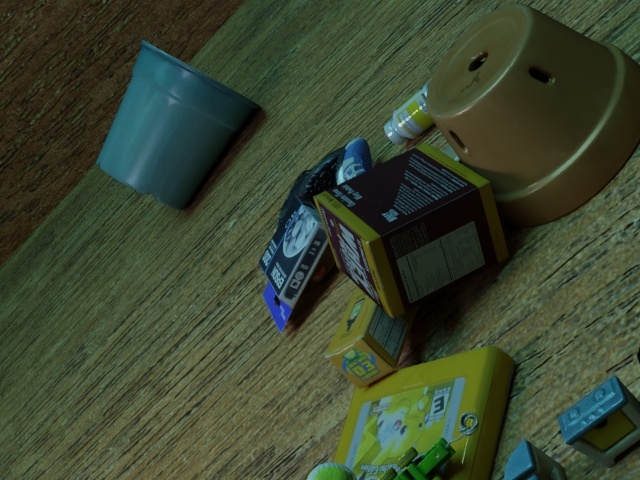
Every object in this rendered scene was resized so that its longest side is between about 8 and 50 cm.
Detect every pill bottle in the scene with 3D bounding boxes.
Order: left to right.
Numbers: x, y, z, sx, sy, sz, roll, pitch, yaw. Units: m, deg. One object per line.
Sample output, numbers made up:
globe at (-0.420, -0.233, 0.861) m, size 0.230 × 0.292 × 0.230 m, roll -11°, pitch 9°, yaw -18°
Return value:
pill bottle at (0.171, -0.224, 1.958) m, size 0.116 × 0.065 × 0.065 m, roll -38°, pitch 28°, yaw 31°

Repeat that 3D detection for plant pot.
plant pot at (-0.382, -0.280, 2.759) m, size 0.334 × 0.341 × 0.341 m, roll -60°, pitch 24°, yaw 3°
plant pot at (0.289, -0.196, 1.537) m, size 0.291 × 0.203 × 0.291 m, roll -41°, pitch 26°, yaw 25°

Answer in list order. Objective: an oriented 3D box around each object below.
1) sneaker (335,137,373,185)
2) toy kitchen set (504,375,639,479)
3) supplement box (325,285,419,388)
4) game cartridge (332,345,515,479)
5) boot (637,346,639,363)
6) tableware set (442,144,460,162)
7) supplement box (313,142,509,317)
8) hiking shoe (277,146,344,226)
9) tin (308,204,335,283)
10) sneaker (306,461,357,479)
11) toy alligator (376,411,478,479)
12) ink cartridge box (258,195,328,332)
sneaker at (0.075, -0.101, 1.969) m, size 0.081 × 0.080 × 0.211 m, roll -24°, pitch 47°, yaw 37°
toy kitchen set at (0.259, 0.250, 1.091) m, size 0.166 × 0.122 × 0.207 m, roll -43°, pitch 26°, yaw 23°
supplement box at (0.087, 0.108, 1.591) m, size 0.078 × 0.080 × 0.233 m, roll -34°, pitch 15°, yaw 36°
game cartridge at (0.102, 0.305, 1.394) m, size 0.285 × 0.052 × 0.324 m, roll -24°, pitch 36°, yaw 48°
boot at (0.372, 0.149, 1.122) m, size 0.121 × 0.045 × 0.099 m, roll -20°, pitch 44°, yaw 51°
tableware set at (0.263, -0.167, 1.772) m, size 0.169 × 0.020 × 0.141 m, roll -53°, pitch 26°, yaw -2°
supplement box at (0.126, -0.020, 1.552) m, size 0.194 × 0.129 × 0.191 m, roll -26°, pitch 30°, yaw -12°
hiking shoe at (-0.007, -0.115, 2.112) m, size 0.227 × 0.086 × 0.114 m, roll -44°, pitch 29°, yaw 23°
tin at (0.000, 0.000, 1.985) m, size 0.106 × 0.040 × 0.190 m, roll -57°, pitch 19°, yaw 36°
sneaker at (0.013, 0.398, 1.318) m, size 0.126 × 0.091 × 0.240 m, roll 105°, pitch 171°, yaw -61°
toy alligator at (0.126, 0.268, 1.291) m, size 0.190 × 0.056 × 0.051 m, roll -48°, pitch -15°, yaw 16°
ink cartridge box at (-0.058, 0.038, 1.970) m, size 0.208 × 0.045 × 0.206 m, roll -63°, pitch 18°, yaw 9°
